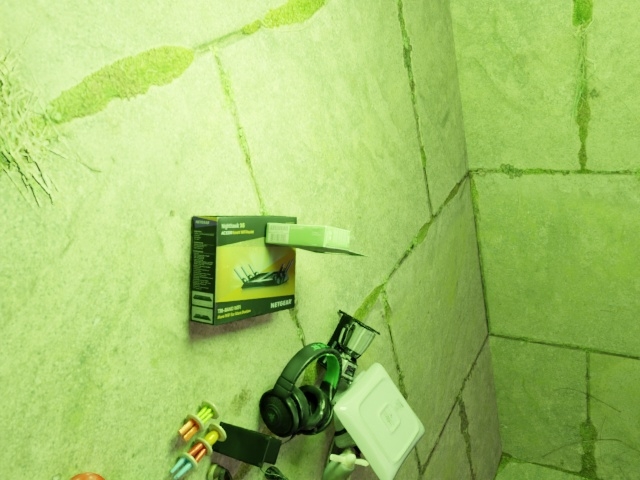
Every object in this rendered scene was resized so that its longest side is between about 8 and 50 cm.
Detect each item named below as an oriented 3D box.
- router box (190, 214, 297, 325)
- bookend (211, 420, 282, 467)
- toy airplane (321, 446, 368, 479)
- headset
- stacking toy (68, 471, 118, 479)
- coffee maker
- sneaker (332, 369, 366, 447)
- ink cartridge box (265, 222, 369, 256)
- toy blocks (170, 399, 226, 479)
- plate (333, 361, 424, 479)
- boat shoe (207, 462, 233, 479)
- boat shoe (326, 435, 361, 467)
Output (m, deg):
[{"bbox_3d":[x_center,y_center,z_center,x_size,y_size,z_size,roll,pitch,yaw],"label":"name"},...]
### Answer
[{"bbox_3d":[-0.176,0.060,1.413,0.309,0.081,0.243,-5,98,-57],"label":"router box"},{"bbox_3d":[-0.155,0.512,1.438,0.157,0.156,0.072,42,59,-52],"label":"bookend"},{"bbox_3d":[0.024,0.751,1.524,0.384,0.386,0.272,-42,111,-12],"label":"toy airplane"},{"bbox_3d":[-0.044,0.476,1.577,0.243,0.185,0.394,24,91,-55],"label":"headset"},{"bbox_3d":[-0.365,0.533,1.149,0.330,0.141,0.141,47,56,-44],"label":"stacking toy"},{"bbox_3d":[0.079,0.325,1.794,0.120,0.171,0.178,32,85,-13],"label":"coffee maker"},{"bbox_3d":[0.166,0.527,1.866,0.366,0.137,0.210,6,61,-46],"label":"sneaker"},{"bbox_3d":[0.000,0.000,1.447,0.235,0.171,0.056,10,84,-58],"label":"ink cartridge box"},{"bbox_3d":[-0.288,0.455,1.319,0.148,0.054,0.123,-40,127,-47],"label":"toy blocks"},{"bbox_3d":[0.194,0.538,1.753,0.277,0.045,0.278,55,39,2],"label":"plate"},{"bbox_3d":[-0.234,0.613,1.427,0.056,0.049,0.152,-47,131,-44],"label":"boat shoe"},{"bbox_3d":[0.119,0.651,1.933,0.335,0.095,0.112,-61,140,-33],"label":"boat shoe"}]
